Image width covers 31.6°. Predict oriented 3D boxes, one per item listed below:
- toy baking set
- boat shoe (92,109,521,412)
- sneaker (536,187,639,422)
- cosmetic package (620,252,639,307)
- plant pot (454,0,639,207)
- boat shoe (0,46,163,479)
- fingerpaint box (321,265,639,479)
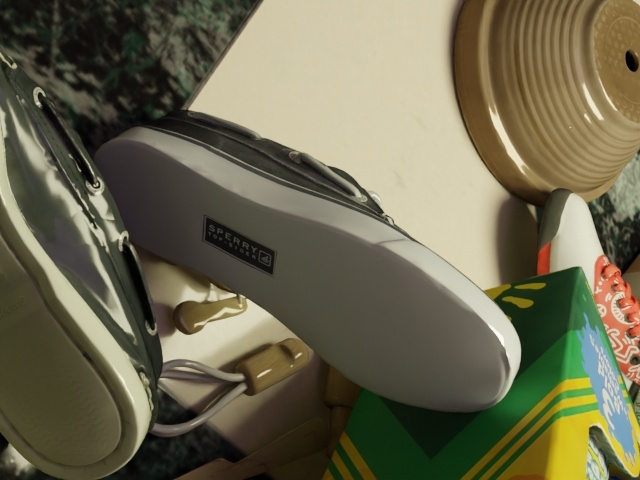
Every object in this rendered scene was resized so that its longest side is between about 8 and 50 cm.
[{"bbox_3d":[-0.044,0.079,0.810,0.196,0.030,0.256,17,68,-33],"label":"toy baking set"},{"bbox_3d":[0.000,0.000,0.723,0.102,0.301,0.108,-42,150,-47],"label":"boat shoe"},{"bbox_3d":[0.269,0.087,0.984,0.090,0.144,0.270,3,85,-63],"label":"sneaker"},{"bbox_3d":[0.405,0.049,1.122,0.296,0.153,0.129,-42,111,-38],"label":"cosmetic package"},{"bbox_3d":[0.241,-0.153,1.040,0.237,0.109,0.238,9,77,-41],"label":"plant pot"},{"bbox_3d":[-0.186,-0.032,0.653,0.340,0.127,0.113,58,22,-9],"label":"boat shoe"},{"bbox_3d":[0.163,0.299,0.748,0.445,0.163,0.371,67,23,-16],"label":"fingerpaint box"}]
